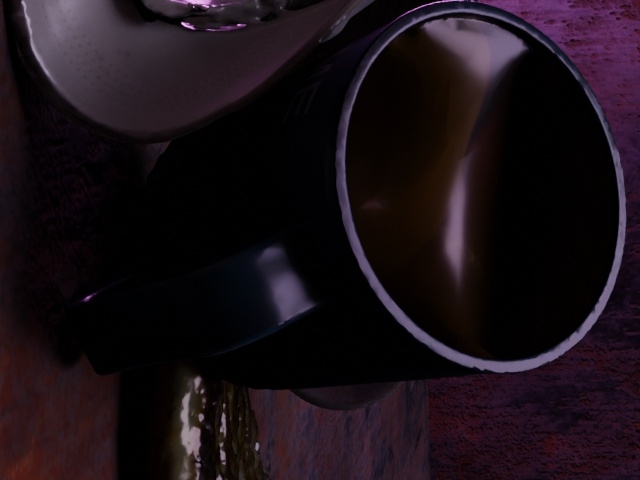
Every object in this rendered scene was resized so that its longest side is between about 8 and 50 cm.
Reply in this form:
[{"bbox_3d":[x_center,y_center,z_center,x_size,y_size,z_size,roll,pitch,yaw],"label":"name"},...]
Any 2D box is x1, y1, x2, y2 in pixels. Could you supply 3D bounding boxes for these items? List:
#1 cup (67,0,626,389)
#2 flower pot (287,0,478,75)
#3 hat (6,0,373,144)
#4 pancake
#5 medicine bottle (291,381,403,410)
[{"bbox_3d":[0.014,0.009,1.047,0.242,0.292,0.308,42,62,-22],"label":"cup"},{"bbox_3d":[0.003,-0.228,1.380,0.267,0.266,0.266,-94,179,-70],"label":"flower pot"},{"bbox_3d":[-0.093,-0.175,1.040,0.301,0.258,0.168,-59,-178,-34],"label":"hat"},{"bbox_3d":[-0.098,0.175,1.257,0.305,0.067,0.427,-72,159,-66],"label":"pancake"},{"bbox_3d":[0.012,0.063,1.452,0.322,0.151,0.151,-112,-161,-82],"label":"medicine bottle"}]
